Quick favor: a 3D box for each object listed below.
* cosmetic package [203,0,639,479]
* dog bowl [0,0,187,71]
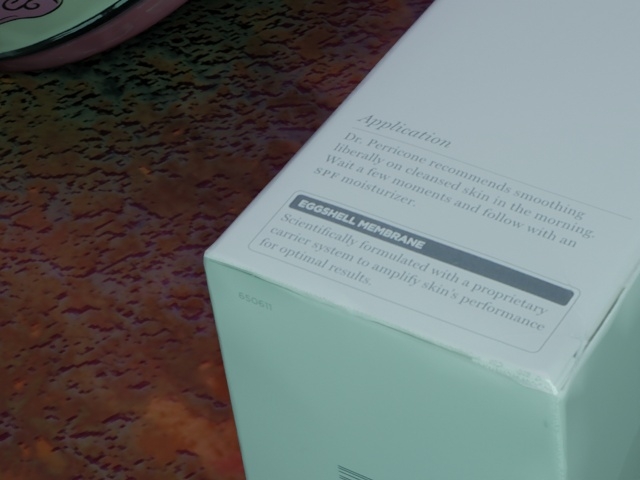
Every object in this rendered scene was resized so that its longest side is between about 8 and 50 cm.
[{"bbox_3d":[0.083,0.035,0.691,0.138,0.224,0.224,20,49,27],"label":"cosmetic package"},{"bbox_3d":[-0.164,-0.276,1.010,0.408,0.150,0.408,-14,61,27],"label":"dog bowl"}]
